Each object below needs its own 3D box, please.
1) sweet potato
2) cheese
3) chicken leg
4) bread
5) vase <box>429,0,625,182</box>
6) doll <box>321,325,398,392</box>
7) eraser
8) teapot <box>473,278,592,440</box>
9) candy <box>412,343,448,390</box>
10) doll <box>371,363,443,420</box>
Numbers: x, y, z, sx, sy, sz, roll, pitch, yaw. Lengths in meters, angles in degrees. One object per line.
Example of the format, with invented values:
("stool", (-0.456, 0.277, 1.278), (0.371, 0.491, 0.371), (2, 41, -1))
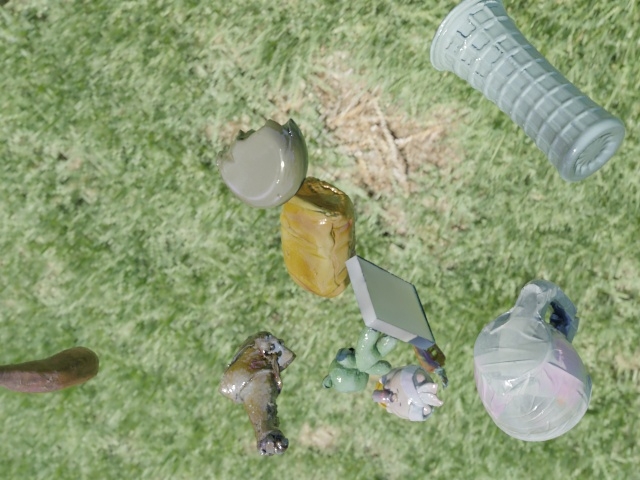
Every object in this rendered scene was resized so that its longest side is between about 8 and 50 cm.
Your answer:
("sweet potato", (-0.632, 0.306, 2.083), (0.097, 0.292, 0.097), (3, 94, 40))
("cheese", (-0.104, -0.161, 1.799), (0.175, 0.091, 0.202), (51, 129, 4))
("chicken leg", (-0.097, 0.233, 1.380), (0.125, 0.196, 0.080), (-11, 152, 35))
("bread", (0.000, 0.000, 2.036), (0.167, 0.132, 0.294), (35, 151, 26))
("vase", (0.302, -0.221, 1.309), (0.299, 0.143, 0.143), (53, 147, 30))
("doll", (0.070, 0.198, 1.525), (0.115, 0.077, 0.150), (21, 121, -34))
("eraser", (0.097, 0.087, 1.226), (0.023, 0.104, 0.150), (-34, 144, 24))
("teapot", (0.329, 0.176, 1.342), (0.163, 0.221, 0.178), (43, 172, 46))
("candy", (0.232, 0.240, 1.897), (0.046, 0.053, 0.182), (-21, 103, 43))
("doll", (0.108, 0.198, 1.162), (0.084, 0.073, 0.127), (-1, 171, -22))
